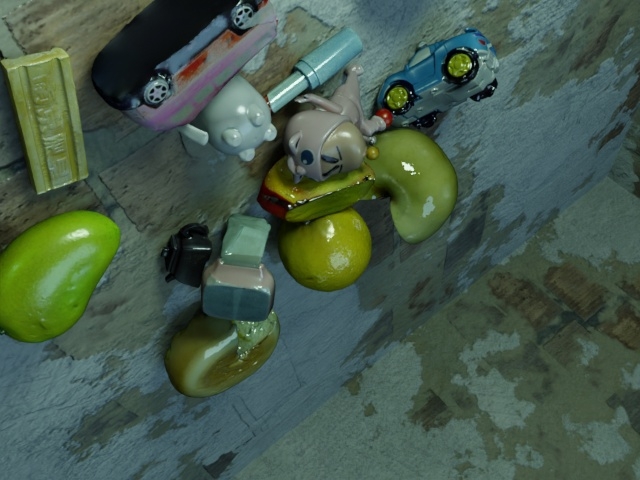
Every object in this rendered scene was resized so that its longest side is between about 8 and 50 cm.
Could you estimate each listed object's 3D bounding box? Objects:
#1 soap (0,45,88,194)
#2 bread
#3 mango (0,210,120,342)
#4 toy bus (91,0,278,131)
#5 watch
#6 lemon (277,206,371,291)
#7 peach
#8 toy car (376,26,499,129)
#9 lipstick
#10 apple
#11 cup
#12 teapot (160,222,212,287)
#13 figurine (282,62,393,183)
[{"bbox_3d":[-0.428,-0.181,1.011,0.092,0.037,0.252,-25,147,-29],"label":"soap"},{"bbox_3d":[-0.271,0.288,1.735,0.333,0.160,0.333,-30,149,-21],"label":"bread"},{"bbox_3d":[-0.486,0.059,1.147,0.185,0.149,0.273,16,111,-51],"label":"mango"},{"bbox_3d":[-0.211,-0.306,1.027,0.302,0.127,0.147,-43,156,-1],"label":"toy bus"},{"bbox_3d":[-0.173,0.048,1.450,0.161,0.241,0.253,10,146,-6],"label":"watch"},{"bbox_3d":[0.000,0.000,1.627,0.240,0.240,0.219,-44,137,1],"label":"lemon"},{"bbox_3d":[-0.026,-0.129,1.484,0.267,0.159,0.154,-23,157,-11],"label":"peach"},{"bbox_3d":[0.269,-0.386,1.532,0.314,0.166,0.198,-24,163,29],"label":"toy car"},{"bbox_3d":[-0.035,-0.328,1.292,0.274,0.068,0.061,-39,142,-9],"label":"lipstick"},{"bbox_3d":[0.214,-0.158,1.616,0.258,0.295,0.233,-35,162,-52],"label":"apple"},{"bbox_3d":[-0.171,-0.230,1.170,0.134,0.142,0.173,-50,151,13],"label":"cup"},{"bbox_3d":[-0.306,0.030,1.427,0.096,0.087,0.177,8,128,-25],"label":"teapot"},{"bbox_3d":[0.044,-0.241,1.366,0.287,0.186,0.176,-46,150,-30],"label":"figurine"}]
